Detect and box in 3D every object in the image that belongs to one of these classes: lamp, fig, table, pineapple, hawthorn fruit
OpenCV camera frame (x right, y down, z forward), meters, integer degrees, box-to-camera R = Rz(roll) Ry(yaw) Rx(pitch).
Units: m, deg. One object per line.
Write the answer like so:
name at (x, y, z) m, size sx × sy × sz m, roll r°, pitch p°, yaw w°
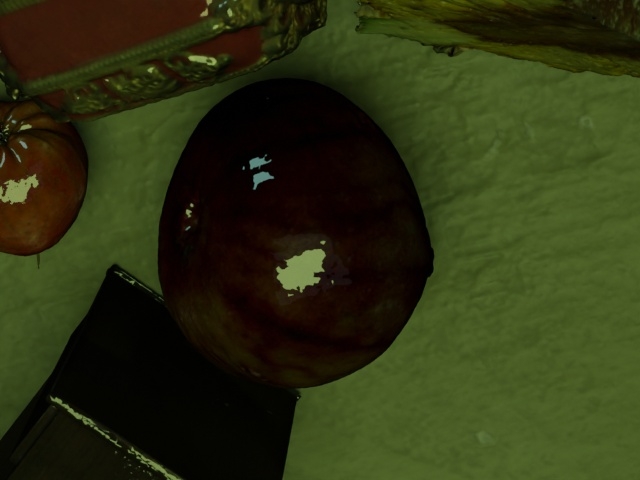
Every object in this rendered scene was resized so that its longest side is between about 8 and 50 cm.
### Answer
lamp at (-0.123, -0.183, 1.422) m, size 0.274 × 0.177 × 0.177 m, roll -14°, pitch 110°, yaw 30°
fig at (-0.014, -0.004, 1.480) m, size 0.214 × 0.235 × 0.235 m, roll 5°, pitch 111°, yaw -3°
table at (-0.182, 0.219, 1.561) m, size 0.196 × 0.250 × 0.282 m, roll 35°, pitch 110°, yaw -10°
pineapple at (0.136, -0.239, 1.396) m, size 0.344 × 0.286 × 0.209 m, roll 18°, pitch 85°, yaw -41°
hawthorn fruit at (-0.231, -0.047, 1.536) m, size 0.125 × 0.125 × 0.140 m, roll -42°, pitch 127°, yaw 17°
